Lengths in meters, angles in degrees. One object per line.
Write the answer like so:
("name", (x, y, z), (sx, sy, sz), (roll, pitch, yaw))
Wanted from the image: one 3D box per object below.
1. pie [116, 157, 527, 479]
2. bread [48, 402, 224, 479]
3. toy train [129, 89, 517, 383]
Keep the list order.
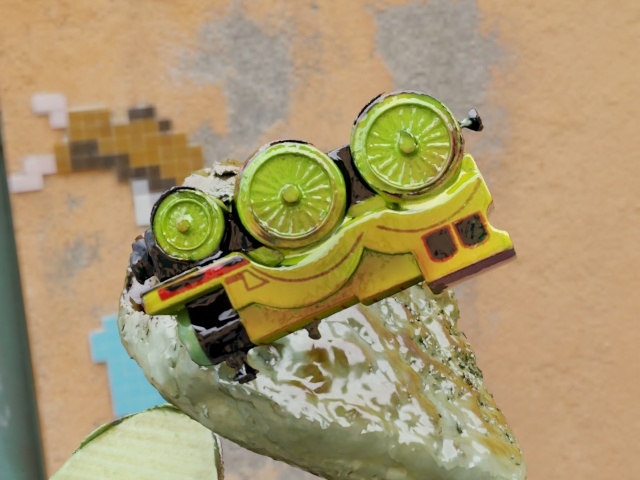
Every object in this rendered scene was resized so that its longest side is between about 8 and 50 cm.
("pie", (0.007, 0.097, 1.117), (0.395, 0.180, 0.418), (15, 27, -31))
("bread", (-0.216, 0.299, 1.219), (0.301, 0.045, 0.301), (-25, 38, 22))
("toy train", (0.000, 0.000, 0.894), (0.296, 0.160, 0.100), (-23, -8, 8))
